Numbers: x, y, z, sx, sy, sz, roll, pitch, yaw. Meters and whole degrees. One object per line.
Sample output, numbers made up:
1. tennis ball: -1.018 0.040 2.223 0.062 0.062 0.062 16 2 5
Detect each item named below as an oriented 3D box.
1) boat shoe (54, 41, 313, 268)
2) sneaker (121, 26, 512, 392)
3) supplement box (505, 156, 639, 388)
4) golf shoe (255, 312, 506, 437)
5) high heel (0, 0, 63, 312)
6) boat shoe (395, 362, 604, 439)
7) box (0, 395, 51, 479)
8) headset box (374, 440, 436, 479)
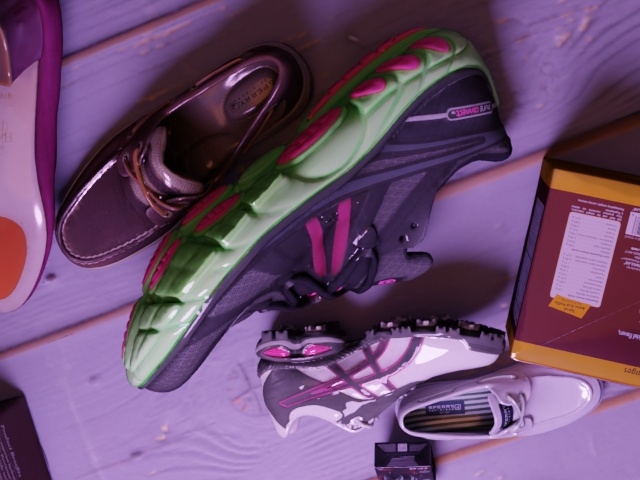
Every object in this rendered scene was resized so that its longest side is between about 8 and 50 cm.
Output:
1. boat shoe: -0.158 -0.086 1.129 0.342 0.123 0.123 -35 93 12
2. sneaker: 0.000 0.000 1.072 0.482 0.185 0.202 -41 109 2
3. supplement box: 0.302 0.034 1.084 0.191 0.129 0.194 12 101 5
4. golf shoe: 0.066 0.140 1.142 0.272 0.105 0.120 -7 87 19
5. high heel: -0.329 -0.108 1.186 0.127 0.181 0.377 13 122 1
6. boat shoe: 0.193 0.183 1.151 0.226 0.076 0.083 -13 98 10
7. box: -0.416 0.296 1.188 0.167 0.203 0.169 -15 97 10
8. headset box: 0.094 0.251 1.180 0.062 0.032 0.083 -3 144 9
